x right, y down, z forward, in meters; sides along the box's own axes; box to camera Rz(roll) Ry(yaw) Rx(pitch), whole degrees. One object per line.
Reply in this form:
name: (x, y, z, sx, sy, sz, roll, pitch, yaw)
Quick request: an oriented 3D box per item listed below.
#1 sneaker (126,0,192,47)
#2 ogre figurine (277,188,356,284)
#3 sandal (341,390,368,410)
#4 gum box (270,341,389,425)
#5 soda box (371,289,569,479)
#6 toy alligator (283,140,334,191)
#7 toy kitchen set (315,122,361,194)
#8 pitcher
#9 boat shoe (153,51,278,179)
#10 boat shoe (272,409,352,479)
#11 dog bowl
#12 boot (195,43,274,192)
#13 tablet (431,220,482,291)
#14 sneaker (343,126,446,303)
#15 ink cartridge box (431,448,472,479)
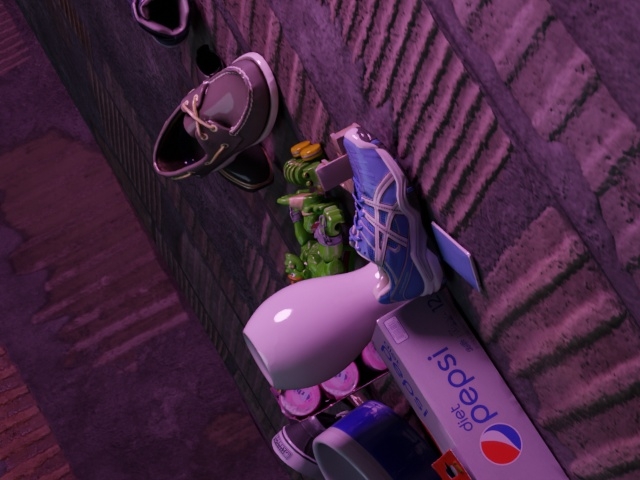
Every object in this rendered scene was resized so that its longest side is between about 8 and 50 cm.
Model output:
sneaker: (-0.261, -0.381, 2.125, 0.226, 0.086, 0.163, 53, 180, -8)
ogre figurine: (0.000, 0.000, 1.954, 0.197, 0.097, 0.118, 9, 110, 56)
sandal: (0.043, 0.222, 2.353, 0.219, 0.060, 0.090, 41, 168, 19)
gum box: (0.022, 0.185, 2.026, 0.062, 0.188, 0.107, 61, 168, 4)
soda box: (0.170, 0.199, 1.687, 0.286, 0.091, 0.098, 58, 168, 14)
toy alligator: (-0.010, -0.086, 1.877, 0.056, 0.051, 0.190, 65, 167, -18)
toy kitchen set: (0.017, -0.091, 1.720, 0.075, 0.068, 0.083, 40, 156, 59)
pitcher: (0.014, 0.108, 1.855, 0.125, 0.207, 0.177, 57, 168, 20)
boat shoe: (-0.147, -0.161, 2.034, 0.109, 0.091, 0.305, 65, 151, 9)
boat shoe: (0.041, 0.327, 2.401, 0.306, 0.105, 0.113, 28, -161, -51)
dog bowl: (0.109, 0.371, 2.208, 0.265, 0.104, 0.265, 47, 162, 21)
boot: (-0.135, -0.176, 2.151, 0.198, 0.077, 0.137, 53, 160, 31)
tablet: (0.146, 0.017, 1.587, 0.083, 0.006, 0.054, 46, 161, 52)
sneaker: (0.068, -0.023, 1.626, 0.080, 0.081, 0.211, -136, 22, -74)
ink cartridge box: (0.170, 0.329, 1.665, 0.179, 0.045, 0.145, 55, 168, 11)
